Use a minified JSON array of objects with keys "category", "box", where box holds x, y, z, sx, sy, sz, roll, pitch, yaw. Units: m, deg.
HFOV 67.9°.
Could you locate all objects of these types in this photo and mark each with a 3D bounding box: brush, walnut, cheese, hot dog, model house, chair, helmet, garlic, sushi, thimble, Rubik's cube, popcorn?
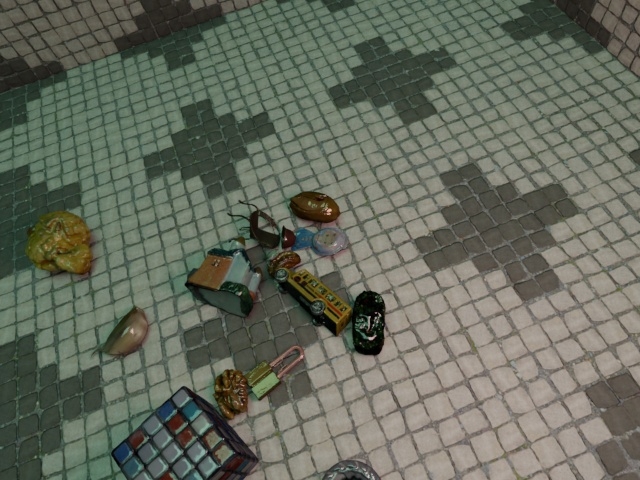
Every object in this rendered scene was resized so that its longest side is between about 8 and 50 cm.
[{"category":"brush","box":[-0.157,0.466,1.728,0.233,0.047,0.103,-36,61,-14]},{"category":"walnut","box":[-0.026,-0.141,2.024,0.245,0.137,0.137,14,62,27]},{"category":"walnut","box":[-0.322,0.538,1.679,0.142,0.069,0.170,-38,58,17]},{"category":"cheese","box":[-0.201,0.058,1.948,0.067,0.120,0.026,-45,106,-18]},{"category":"hot dog","box":[-0.152,0.093,1.932,0.147,0.065,0.099,-28,26,-7]},{"category":"model house","box":[-0.348,0.120,1.881,0.252,0.185,0.291,12,61,17]},{"category":"cheese","box":[0.000,0.000,1.972,0.244,0.052,0.135,5,59,24]},{"category":"chair","box":[-0.272,-0.054,1.988,0.213,0.149,0.174,15,33,9]},{"category":"helmet","box":[-0.131,-0.012,1.993,0.057,0.089,0.111,4,39,-11]},{"category":"garlic","box":[-0.778,0.383,1.850,0.266,0.148,0.128,-45,99,-22]},{"category":"sushi","box":[0.174,0.297,1.729,0.123,0.127,0.225,3,61,9]},{"category":"thimble","box":[0.104,0.790,1.424,0.205,0.172,0.237,-23,56,-2]},{"category":"Rubik's cube","box":[-0.413,0.685,1.495,0.292,0.287,0.293,-41,63,-15]},{"category":"popcorn","box":[-1.124,0.020,2.050,0.264,0.225,0.332,-32,72,-16]}]

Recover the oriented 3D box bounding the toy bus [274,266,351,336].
[{"category":"toy bus","box":[-0.033,0.215,1.816,0.123,0.121,0.335,-39,61,-22]}]
